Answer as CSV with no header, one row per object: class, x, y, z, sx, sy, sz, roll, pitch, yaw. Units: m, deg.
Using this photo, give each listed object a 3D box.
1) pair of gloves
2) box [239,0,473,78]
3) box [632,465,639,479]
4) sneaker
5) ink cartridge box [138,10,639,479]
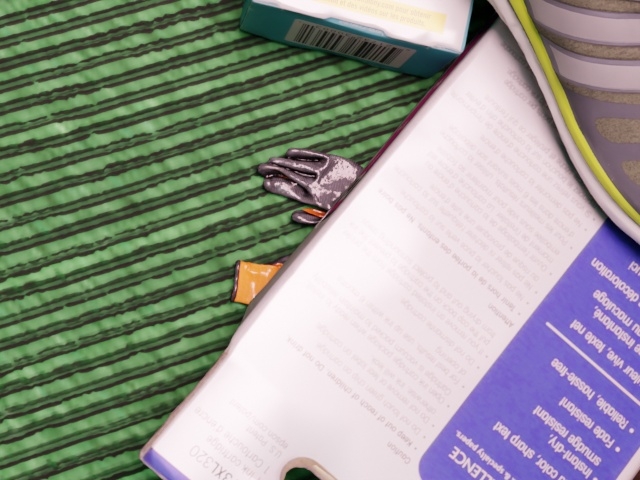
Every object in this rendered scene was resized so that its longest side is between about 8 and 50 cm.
pair of gloves,0.000,0.000,0.585,0.074,0.010,0.083,14,83,-8
box,0.036,-0.209,0.582,0.101,0.060,0.244,13,84,-9
box,0.314,0.217,0.559,0.382,0.143,0.191,9,85,-10
sneaker,0.137,-0.096,0.494,0.111,0.121,0.300,-41,92,-12
ink cartridge box,0.101,0.008,0.567,0.176,0.069,0.371,41,75,-5
